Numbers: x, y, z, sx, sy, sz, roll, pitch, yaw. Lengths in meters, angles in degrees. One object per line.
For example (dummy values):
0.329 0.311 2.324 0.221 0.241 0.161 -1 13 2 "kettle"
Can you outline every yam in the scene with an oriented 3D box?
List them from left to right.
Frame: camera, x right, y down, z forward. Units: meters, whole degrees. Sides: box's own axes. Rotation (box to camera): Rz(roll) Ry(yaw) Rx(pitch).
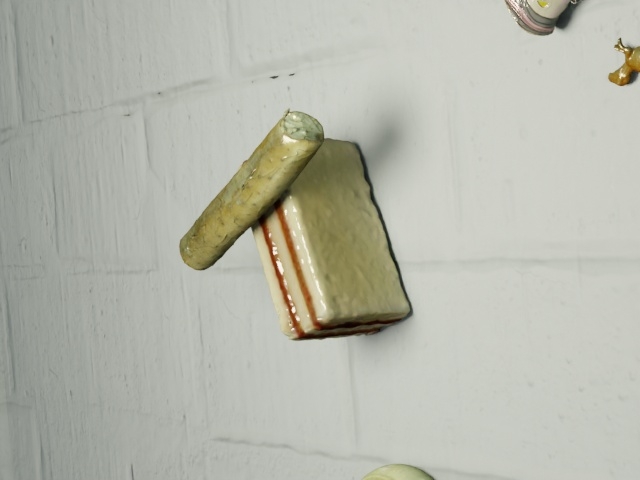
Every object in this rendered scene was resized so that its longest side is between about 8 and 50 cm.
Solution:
-0.114 -0.067 1.916 0.371 0.083 0.083 -47 59 42 "yam"

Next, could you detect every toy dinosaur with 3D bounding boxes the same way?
0.431 -0.226 1.538 0.162 0.039 0.126 37 132 37 "toy dinosaur"

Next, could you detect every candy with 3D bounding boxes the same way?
0.000 0.000 1.980 0.135 0.179 0.320 -35 68 47 "candy"

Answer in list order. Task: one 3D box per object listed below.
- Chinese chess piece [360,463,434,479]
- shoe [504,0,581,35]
0.126 0.449 1.958 0.188 0.083 0.188 12 106 49 "Chinese chess piece"
0.285 -0.368 1.653 0.092 0.089 0.180 -34 70 49 "shoe"
